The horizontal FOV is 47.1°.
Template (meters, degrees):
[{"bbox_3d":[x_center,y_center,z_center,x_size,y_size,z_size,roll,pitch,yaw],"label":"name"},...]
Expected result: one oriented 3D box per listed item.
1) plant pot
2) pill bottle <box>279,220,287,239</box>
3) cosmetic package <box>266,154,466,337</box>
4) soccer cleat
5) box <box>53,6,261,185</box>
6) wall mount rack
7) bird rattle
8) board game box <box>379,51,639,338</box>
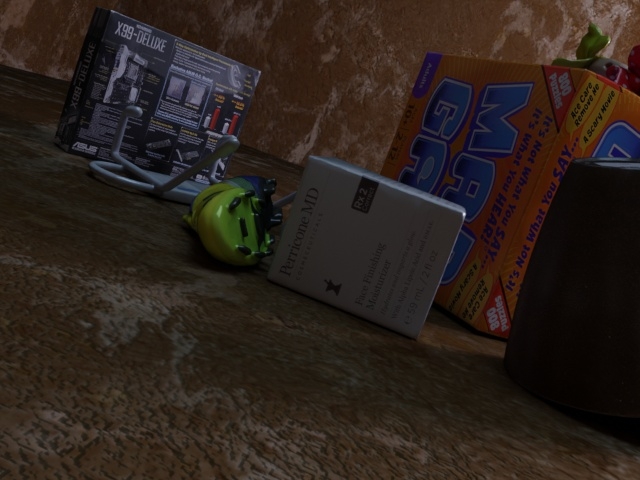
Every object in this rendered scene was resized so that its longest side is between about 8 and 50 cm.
[{"bbox_3d":[0.310,0.032,0.770,0.215,0.231,0.215,1,13,0],"label":"plant pot"},{"bbox_3d":[0.000,0.000,1.019,0.067,0.067,0.120,26,10,37],"label":"pill bottle"},{"bbox_3d":[0.059,0.000,0.862,0.183,0.151,0.151,20,8,8],"label":"cosmetic package"},{"bbox_3d":[-0.119,-0.022,0.906,0.121,0.094,0.289,-10,11,6],"label":"soccer cleat"},{"bbox_3d":[-0.281,-0.239,1.299,0.307,0.243,0.076,13,11,-40],"label":"box"},{"bbox_3d":[-0.159,-0.110,1.137,0.350,0.131,0.304,11,13,-46],"label":"wall mount rack"},{"bbox_3d":[0.500,-0.249,1.195,0.207,0.143,0.253,37,0,-36],"label":"bird rattle"},{"bbox_3d":[0.332,-0.054,1.154,0.356,0.357,0.356,17,8,-30],"label":"board game box"}]
